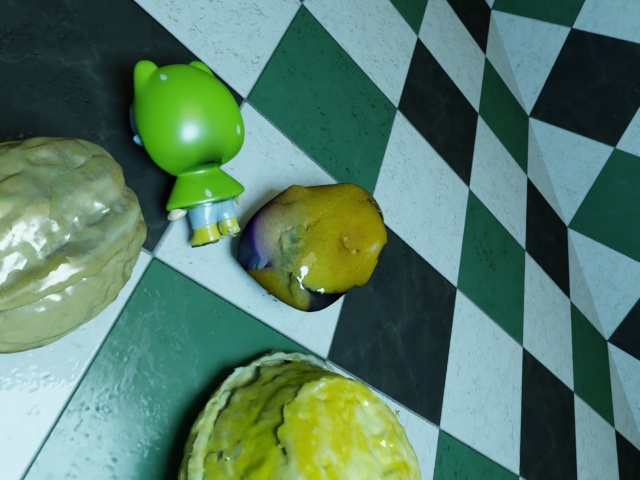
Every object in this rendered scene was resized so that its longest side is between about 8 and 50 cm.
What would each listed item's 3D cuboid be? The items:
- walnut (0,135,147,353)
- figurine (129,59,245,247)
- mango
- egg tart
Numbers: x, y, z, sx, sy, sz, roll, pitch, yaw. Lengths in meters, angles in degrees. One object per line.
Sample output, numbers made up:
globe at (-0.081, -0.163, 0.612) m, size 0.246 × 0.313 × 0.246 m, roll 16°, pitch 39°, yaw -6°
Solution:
walnut at (-0.290, 0.001, 0.438) m, size 0.198 × 0.198 × 0.245 m, roll 50°, pitch 39°, yaw -18°
figurine at (-0.181, -0.127, 0.624) m, size 0.162 × 0.143 × 0.264 m, roll -20°, pitch 100°, yaw -39°
mango at (0.000, 0.000, 0.723) m, size 0.287 × 0.152 × 0.202 m, roll -20°, pitch 104°, yaw -45°
egg tart at (0.008, 0.316, 0.566) m, size 0.387 × 0.169 × 0.388 m, roll 30°, pitch 36°, yaw -25°
